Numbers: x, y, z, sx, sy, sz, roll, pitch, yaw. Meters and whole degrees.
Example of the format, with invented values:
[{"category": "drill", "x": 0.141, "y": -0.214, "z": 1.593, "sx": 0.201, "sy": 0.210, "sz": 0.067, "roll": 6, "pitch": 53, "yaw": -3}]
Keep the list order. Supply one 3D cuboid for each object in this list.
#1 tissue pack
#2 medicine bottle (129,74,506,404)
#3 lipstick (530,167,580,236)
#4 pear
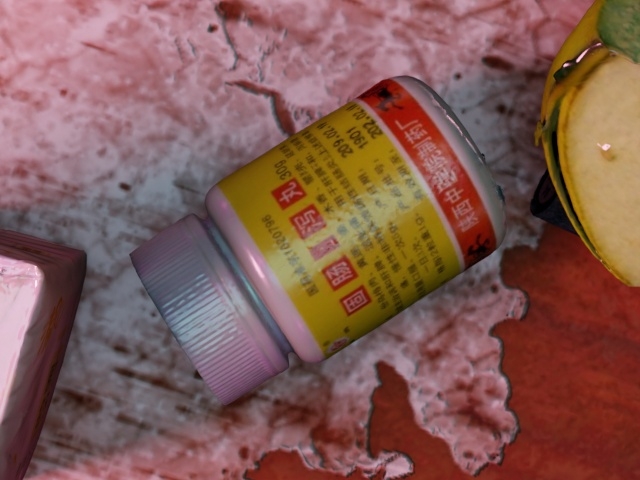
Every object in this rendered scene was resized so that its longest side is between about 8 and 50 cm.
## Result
[{"category": "tissue pack", "x": -0.230, "y": 0.084, "z": 0.737, "sx": 0.124, "sy": 0.225, "sz": 0.185, "roll": 15, "pitch": 91, "yaw": -6}, {"category": "medicine bottle", "x": 0.000, "y": 0.000, "z": 0.801, "sx": 0.225, "sy": 0.139, "sz": 0.139, "roll": -32, "pitch": 96, "yaw": -4}, {"category": "lipstick", "x": 0.268, "y": 0.011, "z": 0.876, "sx": 0.234, "sy": 0.053, "sz": 0.053, "roll": 27, "pitch": 90, "yaw": -8}, {"category": "pear", "x": 0.309, "y": -0.085, "z": 0.805, "sx": 0.286, "sy": 0.176, "sz": 0.282, "roll": 32, "pitch": 56, "yaw": 9}]
